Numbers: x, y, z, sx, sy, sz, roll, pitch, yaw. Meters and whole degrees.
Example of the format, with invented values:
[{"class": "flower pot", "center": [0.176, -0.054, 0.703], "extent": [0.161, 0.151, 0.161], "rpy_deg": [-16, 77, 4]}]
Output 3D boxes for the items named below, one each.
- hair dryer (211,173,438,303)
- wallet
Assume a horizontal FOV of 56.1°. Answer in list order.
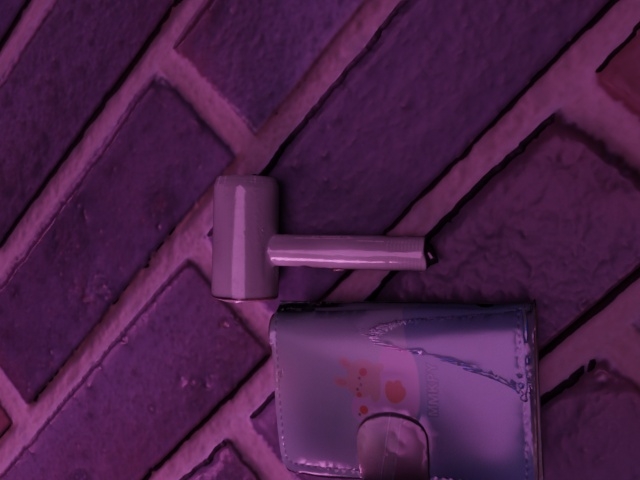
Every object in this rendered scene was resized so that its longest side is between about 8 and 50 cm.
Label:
[{"class": "hair dryer", "center": [0.000, 0.000, 0.603], "extent": [0.236, 0.073, 0.131], "rpy_deg": [3, 93, 19]}, {"class": "wallet", "center": [0.078, 0.143, 0.573], "extent": [0.250, 0.075, 0.176], "rpy_deg": [-2, 94, 21]}]
